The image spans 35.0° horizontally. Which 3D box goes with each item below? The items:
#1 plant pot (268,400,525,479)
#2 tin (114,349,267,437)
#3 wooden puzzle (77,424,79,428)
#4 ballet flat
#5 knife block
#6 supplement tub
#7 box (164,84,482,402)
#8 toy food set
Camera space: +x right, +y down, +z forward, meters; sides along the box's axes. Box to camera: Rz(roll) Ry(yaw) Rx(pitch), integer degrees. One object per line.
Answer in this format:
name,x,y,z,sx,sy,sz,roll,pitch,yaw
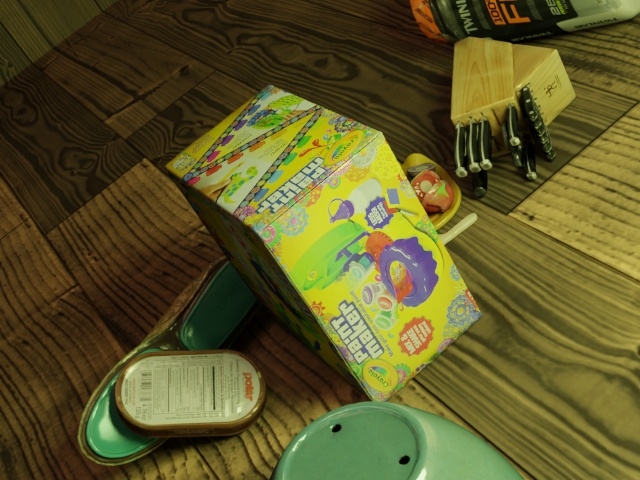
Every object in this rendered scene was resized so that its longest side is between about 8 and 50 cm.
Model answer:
plant pot,0.056,0.257,0.892,0.290,0.195,0.290,-16,33,11
tin,-0.161,0.190,1.263,0.190,0.040,0.106,-2,67,-6
wooden puzzle,-0.313,0.253,1.431,0.083,0.006,0.049,13,54,49
ballet flat,-0.198,0.162,1.369,0.123,0.123,0.348,8,52,46
knife block,0.230,-0.174,1.449,0.242,0.088,0.276,-42,34,-15
supplement tub,0.320,-0.416,1.582,0.338,0.207,0.207,-6,41,37
box,0.000,0.000,1.230,0.177,0.290,0.279,-40,33,-11
toy food set,0.124,-0.068,1.416,0.128,0.071,0.218,-32,33,1
